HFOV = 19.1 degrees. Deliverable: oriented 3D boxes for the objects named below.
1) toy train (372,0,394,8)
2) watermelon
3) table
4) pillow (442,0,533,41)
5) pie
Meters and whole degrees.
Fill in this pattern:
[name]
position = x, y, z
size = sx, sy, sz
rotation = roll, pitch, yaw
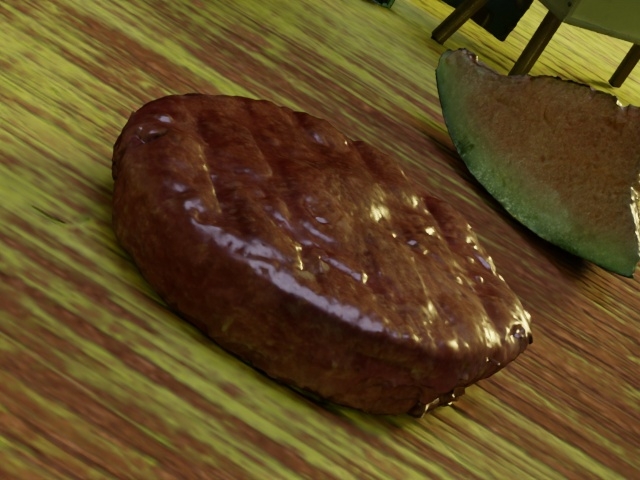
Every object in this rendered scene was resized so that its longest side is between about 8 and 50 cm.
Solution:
[toy train]
position = 0.018, -0.181, 1.169
size = 0.093, 0.038, 0.056
rotation = 32, 16, 0
[watermelon]
position = 0.123, -0.044, 0.989
size = 0.155, 0.080, 0.101
rotation = 25, 8, 26
[table]
position = 0.179, -0.135, 1.181
size = 0.240, 0.111, 0.121
rotation = 8, 33, -45
[pillow]
position = 0.053, -0.260, 1.245
size = 0.255, 0.034, 0.189
rotation = 31, 65, 0
[pie]
position = 0.000, 0.000, 0.755
size = 0.182, 0.049, 0.182
rotation = 25, 24, -12
